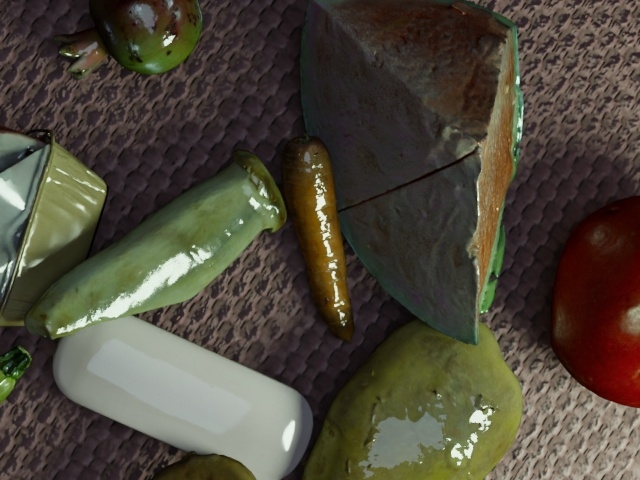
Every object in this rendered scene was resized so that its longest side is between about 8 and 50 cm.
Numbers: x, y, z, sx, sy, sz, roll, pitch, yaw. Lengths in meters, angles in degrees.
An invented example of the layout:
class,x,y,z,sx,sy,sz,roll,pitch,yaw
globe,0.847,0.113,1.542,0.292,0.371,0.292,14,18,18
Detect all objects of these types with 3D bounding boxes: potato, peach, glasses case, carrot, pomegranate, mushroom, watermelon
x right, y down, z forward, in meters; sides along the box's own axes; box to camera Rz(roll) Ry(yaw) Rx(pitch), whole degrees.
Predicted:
class,x,y,z,sx,sy,sz,roll,pitch,yaw
potato,0.100,0.216,1.968,0.296,0.141,0.191,-46,102,-7
peach,0.365,0.068,2.000,0.243,0.199,0.243,0,84,-3
glasses case,-0.149,0.167,1.945,0.296,0.075,0.113,26,84,-10
carrot,0.000,0.000,1.983,0.059,0.059,0.248,-15,107,-12
pomegranate,-0.208,-0.241,1.927,0.159,0.129,0.129,-2,89,14
mushroom,-0.168,0.021,1.907,0.333,0.087,0.107,-39,120,-29
watermelon,0.144,-0.106,1.963,0.222,0.319,0.292,-26,136,-31

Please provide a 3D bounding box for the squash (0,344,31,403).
class,x,y,z,sx,sy,sz,roll,pitch,yaw
squash,-0.418,0.187,1.890,0.252,0.066,0.066,-28,95,-11

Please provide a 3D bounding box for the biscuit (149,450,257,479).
class,x,y,z,sx,sy,sz,roll,pitch,yaw
biscuit,-0.148,0.464,1.871,0.368,0.076,0.394,-34,74,3

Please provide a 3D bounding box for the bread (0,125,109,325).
class,x,y,z,sx,sy,sz,roll,pitch,yaw
bread,-0.347,-0.017,1.882,0.212,0.142,0.224,20,84,-26
